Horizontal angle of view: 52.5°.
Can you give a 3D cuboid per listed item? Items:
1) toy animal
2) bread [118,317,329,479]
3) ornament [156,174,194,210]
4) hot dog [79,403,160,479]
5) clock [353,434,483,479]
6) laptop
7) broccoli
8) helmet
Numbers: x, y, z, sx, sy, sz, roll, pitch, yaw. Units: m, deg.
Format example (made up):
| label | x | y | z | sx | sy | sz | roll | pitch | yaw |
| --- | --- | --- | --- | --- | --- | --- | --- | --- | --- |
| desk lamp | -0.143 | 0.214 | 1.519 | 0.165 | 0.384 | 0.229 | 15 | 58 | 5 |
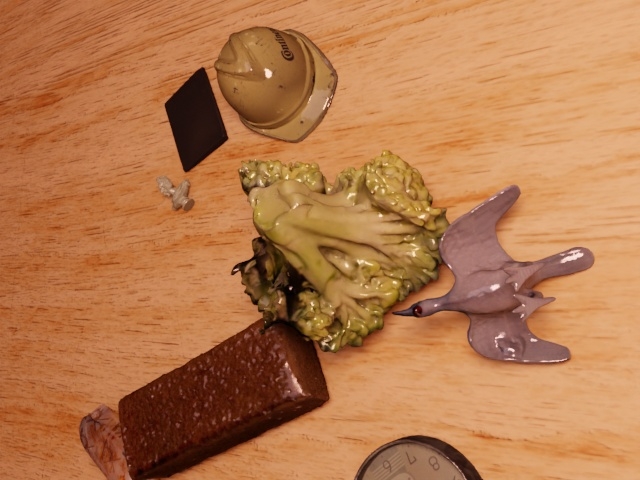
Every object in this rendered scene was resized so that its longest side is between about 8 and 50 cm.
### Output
| label | x | y | z | sx | sy | sz | roll | pitch | yaw |
| --- | --- | --- | --- | --- | --- | --- | --- | --- | --- |
| toy animal | 0.229 | 0.055 | 0.862 | 0.176 | 0.255 | 0.239 | 172 | 84 | -72 |
| bread | -0.179 | 0.277 | 1.131 | 0.417 | 0.113 | 0.165 | -31 | 64 | 26 |
| ornament | -0.296 | -0.097 | 1.340 | 0.092 | 0.041 | 0.068 | 10 | 92 | 28 |
| hot dog | -0.404 | 0.418 | 1.296 | 0.253 | 0.069 | 0.131 | 26 | 105 | 40 |
| clock | 0.137 | 0.388 | 0.919 | 0.215 | 0.042 | 0.215 | -8 | 76 | 34 |
| laptop | -0.264 | -0.253 | 1.366 | 0.135 | 0.016 | 0.197 | -34 | 61 | 27 |
| broccoli | 0.007 | 0.005 | 0.941 | 0.348 | 0.281 | 0.293 | -7 | 68 | 35 |
| helmet | -0.110 | -0.305 | 1.185 | 0.257 | 0.137 | 0.204 | 37 | 102 | 35 |
